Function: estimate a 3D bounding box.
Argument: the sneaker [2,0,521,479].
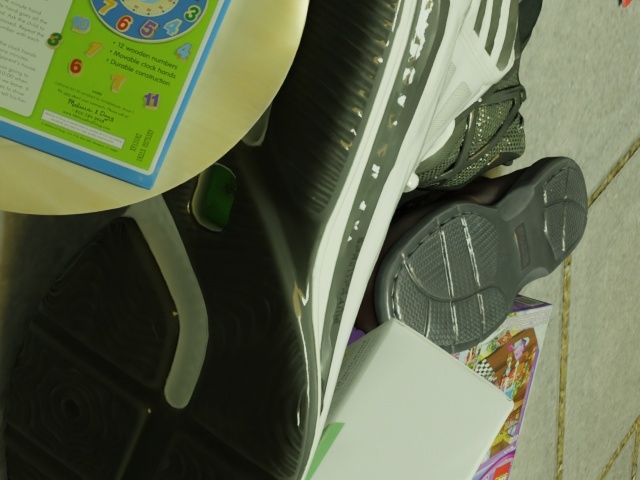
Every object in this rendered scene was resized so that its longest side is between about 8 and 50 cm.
[{"bbox_3d":[0.001,0.000,0.670,0.257,0.169,0.447,-21,137,-56],"label":"sneaker"}]

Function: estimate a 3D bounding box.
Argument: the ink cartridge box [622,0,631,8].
[{"bbox_3d":[0.364,-0.400,1.179,0.261,0.066,0.296,-49,144,-34],"label":"ink cartridge box"}]

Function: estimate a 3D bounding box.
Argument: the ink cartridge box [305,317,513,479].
[{"bbox_3d":[0.011,0.153,0.790,0.154,0.093,0.212,-57,-177,-21],"label":"ink cartridge box"}]

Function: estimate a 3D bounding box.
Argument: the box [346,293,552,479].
[{"bbox_3d":[0.094,0.151,1.059,0.293,0.057,0.201,-2,107,-58],"label":"box"}]

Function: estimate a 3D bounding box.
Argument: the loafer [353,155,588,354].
[{"bbox_3d":[0.100,0.009,0.949,0.302,0.095,0.109,-27,112,-49],"label":"loafer"}]

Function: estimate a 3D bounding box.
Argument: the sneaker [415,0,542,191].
[{"bbox_3d":[0.115,-0.135,0.906,0.227,0.087,0.130,-64,151,-5],"label":"sneaker"}]

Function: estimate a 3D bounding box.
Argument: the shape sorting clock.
[{"bbox_3d":[-0.106,-0.106,0.480,0.040,0.206,0.206,-95,-174,-62],"label":"shape sorting clock"}]
